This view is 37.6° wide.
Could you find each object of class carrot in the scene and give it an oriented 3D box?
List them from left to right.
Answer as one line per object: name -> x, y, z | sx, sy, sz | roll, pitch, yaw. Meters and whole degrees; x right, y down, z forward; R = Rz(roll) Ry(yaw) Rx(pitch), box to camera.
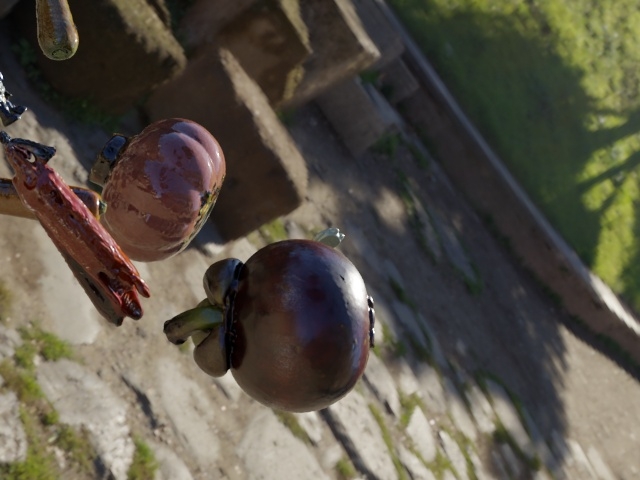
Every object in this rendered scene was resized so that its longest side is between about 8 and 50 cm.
carrot -> -0.447, -0.063, 1.466 | 0.225, 0.067, 0.067 | 10, 30, -6
carrot -> -0.535, -0.491, 1.844 | 0.078, 0.078, 0.298 | 19, 50, -63

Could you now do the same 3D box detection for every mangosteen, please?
mangosteen -> -0.062, 0.104, 1.153 | 0.215, 0.257, 0.215 | 0, 90, -90

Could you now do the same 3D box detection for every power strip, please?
power strip -> 0.000, 0.000, 1.709 | 0.055, 0.083, 0.035 | 43, 22, -51

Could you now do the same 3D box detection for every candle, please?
candle -> -0.293, -0.010, 1.111 | 0.059, 0.084, 0.302 | -86, 153, -51

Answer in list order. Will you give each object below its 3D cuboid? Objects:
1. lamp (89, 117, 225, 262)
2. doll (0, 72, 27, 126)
lamp -> -0.326, -0.107, 1.847 | 0.239, 0.305, 0.305 | 30, 19, -1
doll -> -0.559, -0.275, 1.530 | 0.195, 0.070, 0.096 | 55, 8, -19
